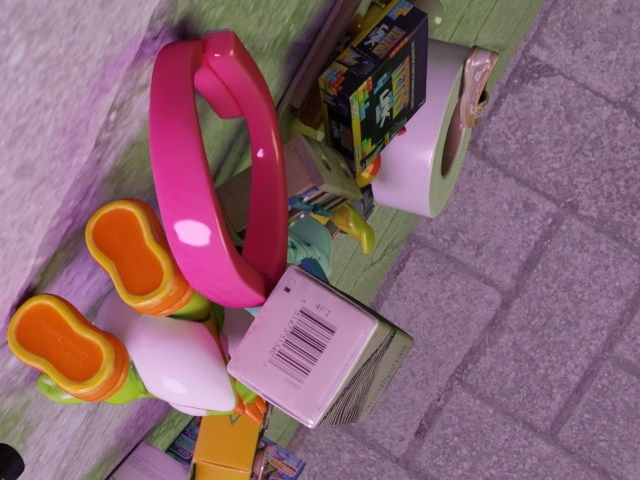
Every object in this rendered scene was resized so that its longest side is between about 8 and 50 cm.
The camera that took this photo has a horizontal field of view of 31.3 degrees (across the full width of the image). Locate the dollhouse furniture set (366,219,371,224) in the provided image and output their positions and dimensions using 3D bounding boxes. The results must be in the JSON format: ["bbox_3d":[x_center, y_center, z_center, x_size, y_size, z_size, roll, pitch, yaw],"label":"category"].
[{"bbox_3d":[0.038,-0.004,2.020,0.114,0.081,0.091,-59,171,5],"label":"dollhouse furniture set"}]

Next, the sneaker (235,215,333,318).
[{"bbox_3d":[-0.061,0.028,1.418,0.150,0.135,0.366,-60,172,32],"label":"sneaker"}]

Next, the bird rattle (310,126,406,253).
[{"bbox_3d":[0.041,-0.122,1.668,0.207,0.143,0.253,-71,177,-77],"label":"bird rattle"}]

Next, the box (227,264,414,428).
[{"bbox_3d":[0.009,0.105,1.067,0.113,0.094,0.275,-58,166,0],"label":"box"}]

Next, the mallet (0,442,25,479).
[{"bbox_3d":[-0.321,0.256,1.089,0.062,0.039,0.189,-47,170,-38],"label":"mallet"}]

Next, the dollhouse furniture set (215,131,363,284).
[{"bbox_3d":[-0.012,0.003,1.242,0.129,0.183,0.129,-32,165,16],"label":"dollhouse furniture set"}]

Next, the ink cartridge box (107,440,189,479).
[{"bbox_3d":[-0.288,0.411,1.602,0.218,0.092,0.158,-51,169,-50],"label":"ink cartridge box"}]

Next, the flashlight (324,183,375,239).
[{"bbox_3d":[0.000,0.000,1.778,0.103,0.103,0.304,-34,-172,35],"label":"flashlight"}]

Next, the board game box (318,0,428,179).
[{"bbox_3d":[0.063,-0.169,1.294,0.141,0.048,0.170,-47,159,-18],"label":"board game box"}]

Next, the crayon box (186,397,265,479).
[{"bbox_3d":[-0.123,0.245,1.615,0.203,0.083,0.323,106,-3,-61],"label":"crayon box"}]

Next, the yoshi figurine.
[{"bbox_3d":[-0.156,0.069,1.076,0.362,0.204,0.203,45,42,-69],"label":"yoshi figurine"}]

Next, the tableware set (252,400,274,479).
[{"bbox_3d":[-0.079,0.277,1.679,0.141,0.020,0.168,-95,-163,-81],"label":"tableware set"}]

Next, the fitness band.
[{"bbox_3d":[-0.078,-0.052,0.950,0.291,0.054,0.209,47,40,-75],"label":"fitness band"}]

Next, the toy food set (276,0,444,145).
[{"bbox_3d":[0.061,-0.219,1.380,0.306,0.092,0.220,-60,171,9],"label":"toy food set"}]

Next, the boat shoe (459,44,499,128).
[{"bbox_3d":[0.253,-0.239,1.812,0.056,0.048,0.153,-58,157,-45],"label":"boat shoe"}]

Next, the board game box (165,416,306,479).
[{"bbox_3d":[-0.142,0.370,1.904,0.136,0.201,0.035,-48,166,-47],"label":"board game box"}]

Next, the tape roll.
[{"bbox_3d":[0.176,-0.185,1.875,0.286,0.100,0.286,15,90,-74],"label":"tape roll"}]
